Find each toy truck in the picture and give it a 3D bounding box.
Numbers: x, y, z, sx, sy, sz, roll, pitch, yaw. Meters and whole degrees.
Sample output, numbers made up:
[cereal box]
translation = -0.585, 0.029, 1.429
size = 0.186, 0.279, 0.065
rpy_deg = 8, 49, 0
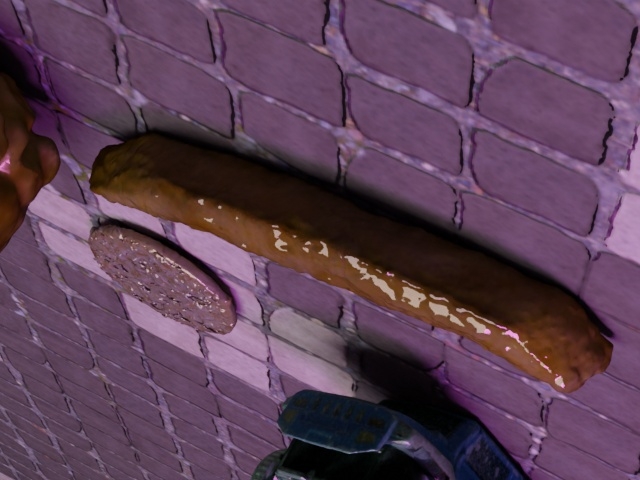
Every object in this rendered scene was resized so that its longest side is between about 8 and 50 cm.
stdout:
[toy truck]
translation = 0.075, 0.225, 1.307
size = 0.155, 0.156, 0.279
rpy_deg = 8, 148, 44

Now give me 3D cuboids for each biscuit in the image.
[biscuit]
translation = -0.136, 0.034, 1.354
size = 0.152, 0.020, 0.152
rpy_deg = 28, 158, 12

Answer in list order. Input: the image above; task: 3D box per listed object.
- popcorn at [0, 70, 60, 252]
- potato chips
[popcorn]
translation = -0.322, -0.059, 1.140
size = 0.225, 0.249, 0.249
rpy_deg = 52, 155, -5
[potato chips]
translation = 0.000, 0.000, 1.054
size = 0.407, 0.057, 0.080
rpy_deg = 22, 153, 22
